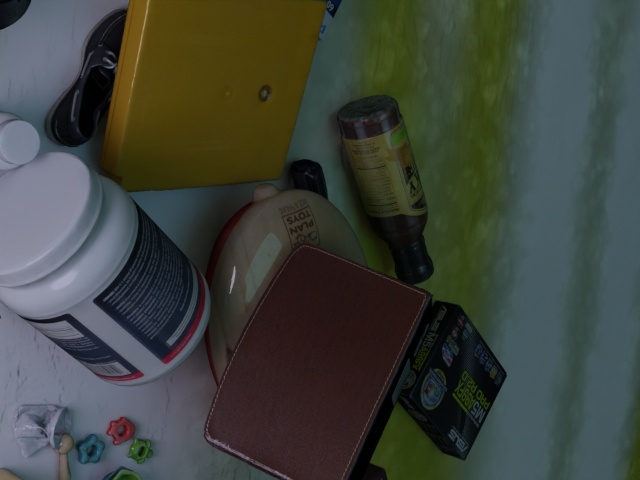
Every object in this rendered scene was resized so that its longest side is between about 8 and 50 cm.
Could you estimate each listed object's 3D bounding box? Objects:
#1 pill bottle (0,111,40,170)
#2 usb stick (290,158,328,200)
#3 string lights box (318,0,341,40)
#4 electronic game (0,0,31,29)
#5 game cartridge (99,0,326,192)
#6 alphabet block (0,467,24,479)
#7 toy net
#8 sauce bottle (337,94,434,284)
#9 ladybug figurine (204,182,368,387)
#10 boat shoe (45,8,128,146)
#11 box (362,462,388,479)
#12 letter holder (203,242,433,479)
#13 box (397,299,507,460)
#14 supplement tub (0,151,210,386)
[{"bbox_3d":[-0.373,-0.114,1.040,0.067,0.120,0.067,-10,103,-45],"label":"pill bottle"},{"bbox_3d":[0.000,0.000,1.493,0.045,0.077,0.278,-20,113,-19],"label":"usb stick"},{"bbox_3d":[-0.007,-0.452,1.402,0.133,0.076,0.260,40,68,-43],"label":"string lights box"},{"bbox_3d":[-0.400,-0.332,0.973,0.229,0.048,0.229,41,39,-44],"label":"electronic game"},{"bbox_3d":[-0.144,-0.210,1.251,0.323,0.052,0.285,-8,122,-48],"label":"game cartridge"},{"bbox_3d":[-0.356,0.425,1.098,0.193,0.197,0.192,-52,130,-27],"label":"alphabet block"},{"bbox_3d":[-0.312,0.279,1.230,0.122,0.045,0.232,-58,132,-22],"label":"toy net"},{"bbox_3d":[0.125,-0.081,1.587,0.111,0.111,0.344,-42,126,-34],"label":"sauce bottle"},{"bbox_3d":[-0.057,0.124,1.387,0.305,0.162,0.449,-23,114,-40],"label":"ladybug figurine"},{"bbox_3d":[-0.276,-0.209,1.168,0.075,0.065,0.206,41,67,-42],"label":"boat shoe"},{"bbox_3d":[-0.035,0.546,1.507,0.381,0.143,0.191,-37,122,-39],"label":"box"},{"bbox_3d":[-0.002,0.184,1.252,0.302,0.214,0.152,-64,165,-15],"label":"letter holder"},{"bbox_3d":[0.263,0.285,1.833,0.216,0.060,0.270,-58,132,-23],"label":"box"},{"bbox_3d":[-0.272,0.040,1.099,0.191,0.191,0.272,-60,143,-21],"label":"supplement tub"}]
